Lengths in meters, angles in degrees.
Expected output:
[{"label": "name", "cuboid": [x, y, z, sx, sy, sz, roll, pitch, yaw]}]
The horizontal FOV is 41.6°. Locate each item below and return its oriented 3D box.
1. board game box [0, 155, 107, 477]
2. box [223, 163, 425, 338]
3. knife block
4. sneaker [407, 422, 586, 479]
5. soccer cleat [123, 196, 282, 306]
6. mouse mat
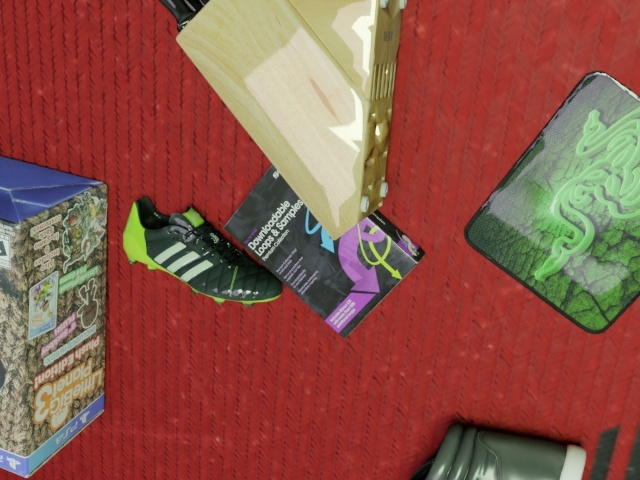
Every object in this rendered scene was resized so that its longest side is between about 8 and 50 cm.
[{"label": "board game box", "cuboid": [-0.366, 0.065, 0.905, 0.232, 0.141, 0.290, 14, 115, 17]}, {"label": "box", "cuboid": [0.000, 0.000, 0.792, 0.162, 0.029, 0.116, 42, 120, 4]}, {"label": "knife block", "cuboid": [-0.058, -0.156, 0.706, 0.242, 0.088, 0.275, 9, 106, 17]}, {"label": "sneaker", "cuboid": [0.140, 0.301, 0.816, 0.147, 0.104, 0.295, 19, 110, 16]}, {"label": "soccer cleat", "cuboid": [-0.118, 0.011, 0.828, 0.179, 0.060, 0.072, 20, 115, 18]}, {"label": "mouse mat", "cuboid": [0.228, -0.025, 0.701, 0.153, 0.007, 0.189, 37, 119, 5]}]
